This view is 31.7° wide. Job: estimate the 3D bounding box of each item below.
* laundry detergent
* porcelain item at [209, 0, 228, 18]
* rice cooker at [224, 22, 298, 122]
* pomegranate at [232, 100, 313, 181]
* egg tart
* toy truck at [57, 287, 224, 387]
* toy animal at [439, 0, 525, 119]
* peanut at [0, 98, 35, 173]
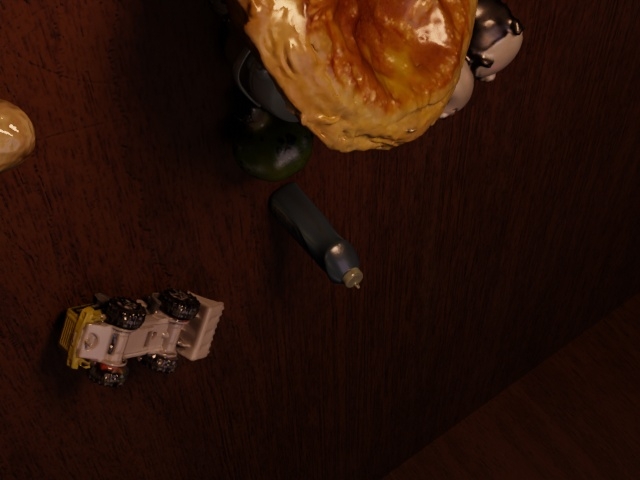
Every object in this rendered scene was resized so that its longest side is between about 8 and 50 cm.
[{"bbox_3d":[-0.001,0.001,1.812,0.061,0.206,0.097,-31,152,-18],"label":"laundry detergent"},{"bbox_3d":[-0.135,-0.331,1.337,0.084,0.054,0.213,-37,153,-6],"label":"porcelain item"},{"bbox_3d":[-0.044,-0.242,1.505,0.145,0.127,0.206,-47,149,7],"label":"rice cooker"},{"bbox_3d":[-0.076,-0.152,1.601,0.122,0.122,0.161,-41,143,-3],"label":"pomegranate"},{"bbox_3d":[0.018,-0.314,1.317,0.443,0.178,0.443,0,90,-53],"label":"egg tart"},{"bbox_3d":[-0.278,0.137,1.756,0.286,0.111,0.136,-2,117,-54],"label":"toy truck"},{"bbox_3d":[0.180,-0.278,1.694,0.235,0.165,0.187,-46,169,1],"label":"toy animal"},{"bbox_3d":[-0.426,-0.086,1.255,0.228,0.104,0.085,-29,171,-20],"label":"peanut"}]
